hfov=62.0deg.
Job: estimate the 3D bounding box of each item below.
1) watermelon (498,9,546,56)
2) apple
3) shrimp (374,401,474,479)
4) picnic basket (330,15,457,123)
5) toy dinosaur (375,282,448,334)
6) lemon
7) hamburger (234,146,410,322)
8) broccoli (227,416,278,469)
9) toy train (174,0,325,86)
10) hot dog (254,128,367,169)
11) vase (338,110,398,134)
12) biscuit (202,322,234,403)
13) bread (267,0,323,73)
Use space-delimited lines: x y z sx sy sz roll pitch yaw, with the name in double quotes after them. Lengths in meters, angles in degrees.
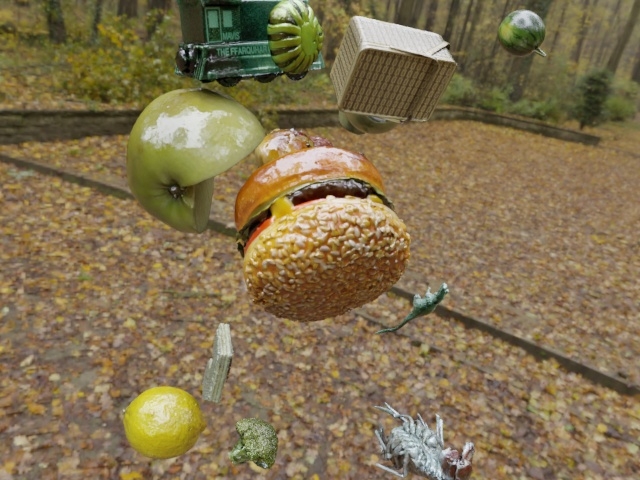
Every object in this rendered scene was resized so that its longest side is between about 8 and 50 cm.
0.670 -0.661 1.741 0.187 0.141 0.141 54 33 10 "watermelon"
-0.281 -0.176 1.106 0.234 0.295 0.257 33 35 -11 "apple"
0.235 0.504 1.296 0.222 0.165 0.411 -18 9 -19 "shrimp"
0.213 -0.482 1.543 0.313 0.228 0.175 4 50 -19 "picnic basket"
0.332 0.226 1.797 0.076 0.383 0.129 45 50 8 "toy dinosaur"
-0.431 0.501 1.467 0.231 0.192 0.192 14 19 -10 "lemon"
0.000 0.000 1.019 0.330 0.330 0.249 -1 59 -29 "hamburger"
-0.158 0.480 1.254 0.120 0.131 0.130 -32 -7 -7 "broccoli"
-0.141 -0.411 1.082 0.331 0.178 0.139 -19 29 -35 "toy train"
-0.018 -0.197 1.504 0.368 0.196 0.365 23 21 -1 "hot dog"
0.208 -0.568 2.034 0.241 0.328 0.302 15 8 -13 "vase"
-0.298 0.371 1.532 0.046 0.249 0.147 9 29 -18 "biscuit"
-0.044 -0.386 1.012 0.071 0.139 0.130 22 53 30 "bread"
